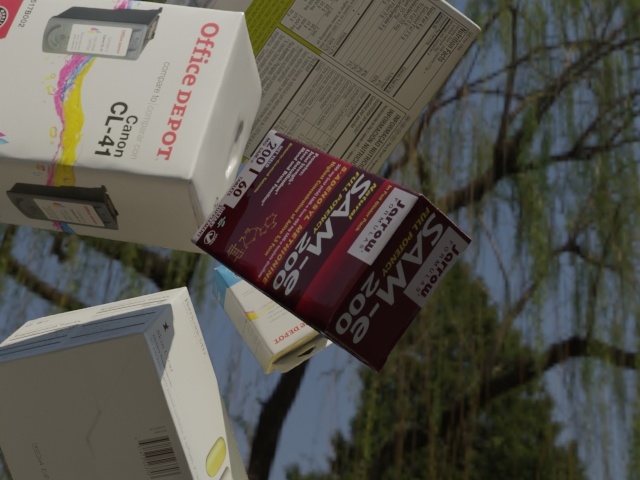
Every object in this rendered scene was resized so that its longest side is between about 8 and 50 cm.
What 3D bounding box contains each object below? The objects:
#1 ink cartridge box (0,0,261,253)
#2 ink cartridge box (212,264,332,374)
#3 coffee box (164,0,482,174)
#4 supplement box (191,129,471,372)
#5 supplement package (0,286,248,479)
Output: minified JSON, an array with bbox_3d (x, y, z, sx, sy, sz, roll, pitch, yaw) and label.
[{"bbox_3d":[-0.238,-0.129,1.127,0.306,0.226,0.131,7,-31,11],"label":"ink cartridge box"},{"bbox_3d":[-0.052,0.083,1.309,0.092,0.143,0.090,-29,-14,-18],"label":"ink cartridge box"},{"bbox_3d":[-0.033,-0.291,1.605,0.334,0.337,0.338,31,-76,-21],"label":"coffee box"},{"bbox_3d":[0.000,0.000,0.925,0.073,0.130,0.239,39,-6,-36],"label":"supplement box"},{"bbox_3d":[-0.219,0.211,1.215,0.204,0.145,0.261,-13,-75,14],"label":"supplement package"}]
